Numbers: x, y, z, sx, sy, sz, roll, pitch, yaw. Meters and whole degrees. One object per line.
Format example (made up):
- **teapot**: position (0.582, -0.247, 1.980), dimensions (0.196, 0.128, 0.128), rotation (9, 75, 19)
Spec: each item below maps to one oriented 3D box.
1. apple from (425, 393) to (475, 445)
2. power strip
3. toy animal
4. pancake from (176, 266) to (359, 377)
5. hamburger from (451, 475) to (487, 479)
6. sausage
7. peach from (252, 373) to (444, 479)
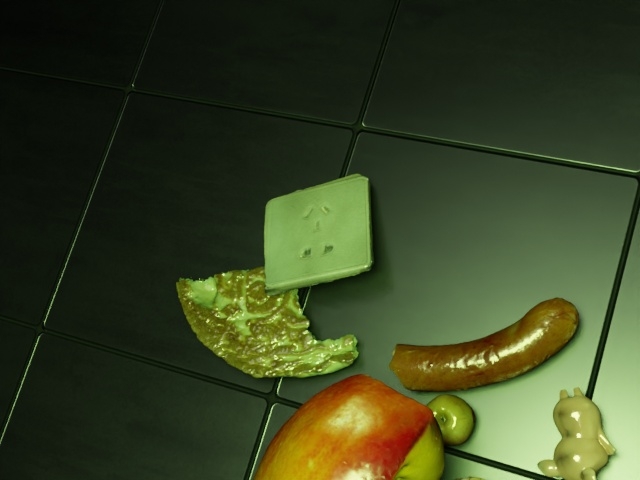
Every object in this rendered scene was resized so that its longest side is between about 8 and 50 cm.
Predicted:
- **apple**: position (0.197, 0.276, 1.544), dimensions (0.084, 0.071, 0.084), rotation (-7, 70, 18)
- **power strip**: position (0.000, 0.000, 1.710), dimensions (0.198, 0.064, 0.213), rotation (-14, 48, 17)
- **toy animal**: position (0.373, 0.290, 1.470), dimensions (0.089, 0.083, 0.150), rotation (14, 61, -19)
- **pancake**: position (-0.099, 0.131, 1.716), dimensions (0.376, 0.054, 0.197), rotation (28, 80, 24)
- **hamburger**: position (0.224, 0.458, 1.459), dimensions (0.230, 0.107, 0.231), rotation (-3, 79, 17)
- **sausage**: position (0.257, 0.173, 1.553), dimensions (0.302, 0.076, 0.103), rotation (-18, 68, 14)
- **peach**: position (0.018, 0.368, 1.461), dimensions (0.242, 0.306, 0.380), rotation (35, 92, 19)
